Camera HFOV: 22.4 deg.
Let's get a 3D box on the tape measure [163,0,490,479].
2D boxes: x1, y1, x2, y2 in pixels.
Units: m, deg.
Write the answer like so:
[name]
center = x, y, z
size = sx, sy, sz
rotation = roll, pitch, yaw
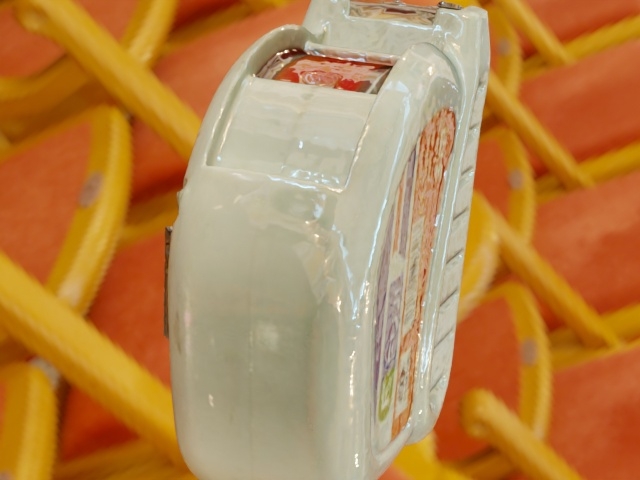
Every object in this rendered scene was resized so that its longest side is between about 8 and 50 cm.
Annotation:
[tape measure]
center = 0.001, 0.000, 0.847
size = 0.246, 0.125, 0.243
rotation = -31, 127, -65
